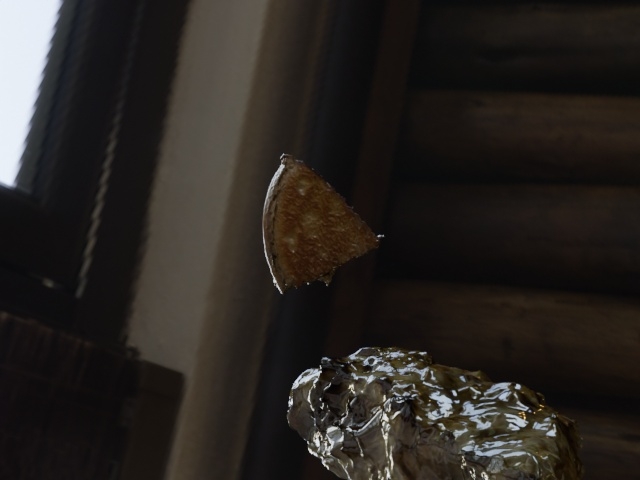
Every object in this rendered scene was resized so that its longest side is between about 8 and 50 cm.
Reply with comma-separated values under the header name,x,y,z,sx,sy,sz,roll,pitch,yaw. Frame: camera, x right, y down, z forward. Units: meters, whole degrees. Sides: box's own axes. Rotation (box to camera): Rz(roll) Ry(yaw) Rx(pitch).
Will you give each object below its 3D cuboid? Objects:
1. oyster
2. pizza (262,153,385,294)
name,x,y,z,sx,sy,sz,roll,pitch,yaw
oyster,0.135,0.171,1.266,0.204,0.111,0.396,-26,-151,-27
pizza,-0.013,0.001,1.009,0.029,0.100,0.099,-35,-161,54
